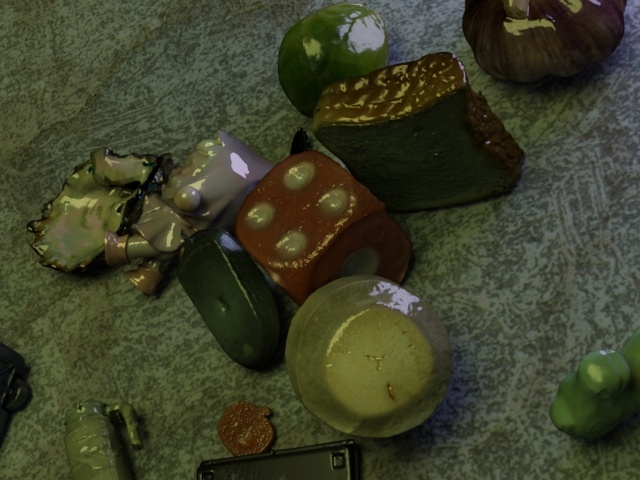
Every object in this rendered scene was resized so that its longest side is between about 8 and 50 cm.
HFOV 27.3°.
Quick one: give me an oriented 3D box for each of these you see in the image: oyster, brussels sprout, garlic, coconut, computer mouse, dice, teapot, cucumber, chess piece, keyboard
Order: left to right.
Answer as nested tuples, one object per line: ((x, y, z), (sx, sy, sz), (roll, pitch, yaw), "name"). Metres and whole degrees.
((-0.339, -0.055, 2.040), (0.260, 0.092, 0.198), (-48, 50, 9), "oyster")
((-0.285, 0.307, 1.790), (0.107, 0.077, 0.200), (-28, 52, 7), "teapot")
((-0.121, 0.075, 1.822), (0.113, 0.068, 0.229), (-41, 72, 32), "computer mouse")
((-0.057, 0.310, 1.691), (0.230, 0.025, 0.094), (-11, 66, 23), "keyboard")
((-0.033, -0.081, 1.919), (0.036, 0.033, 0.184), (5, 62, 3), "cucumber")
((0.000, 0.000, 1.757), (0.174, 0.175, 0.179), (-47, 51, -3), "dice")
((0.020, -0.263, 1.926), (0.161, 0.144, 0.181), (3, 64, 13), "brussels sprout")
((0.057, 0.142, 1.629), (0.202, 0.222, 0.202), (0, 91, -4), "coconut")
((0.298, -0.329, 1.805), (0.245, 0.160, 0.245), (-21, 46, 24), "garlic")
((0.386, 0.128, 1.467), (0.298, 0.176, 0.176), (-32, 51, 10), "chess piece")

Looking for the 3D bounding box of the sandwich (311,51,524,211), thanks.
((0.125, -0.131, 1.719), (0.226, 0.251, 0.087), (-7, 60, 26), "sandwich")

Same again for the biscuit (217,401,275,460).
((-0.096, 0.252, 1.759), (0.078, 0.015, 0.091), (-42, 51, -2), "biscuit")

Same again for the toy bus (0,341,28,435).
((-0.552, 0.277, 1.920), (0.157, 0.139, 0.290), (2, 66, 35), "toy bus")

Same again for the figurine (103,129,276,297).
((-0.189, -0.040, 1.916), (0.276, 0.133, 0.200), (-42, 7, 2), "figurine")
